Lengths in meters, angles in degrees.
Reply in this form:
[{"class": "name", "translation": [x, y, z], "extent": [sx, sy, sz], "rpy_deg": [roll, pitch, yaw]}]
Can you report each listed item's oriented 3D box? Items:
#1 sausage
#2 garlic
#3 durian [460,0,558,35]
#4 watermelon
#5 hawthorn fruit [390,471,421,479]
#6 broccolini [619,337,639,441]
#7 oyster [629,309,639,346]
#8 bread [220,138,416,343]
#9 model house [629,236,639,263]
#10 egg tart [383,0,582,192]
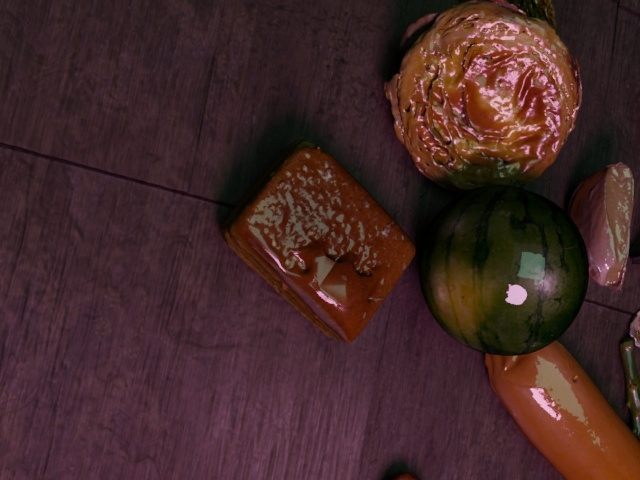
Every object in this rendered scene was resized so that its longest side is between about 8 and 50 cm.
[{"class": "sausage", "translation": [0.372, 0.268, 1.498], "extent": [0.134, 0.116, 0.354], "rpy_deg": [-40, 100, 11]}, {"class": "garlic", "translation": [0.437, -0.022, 1.557], "extent": [0.087, 0.101, 0.195], "rpy_deg": [7, 86, -18]}, {"class": "durian", "translation": [0.295, -0.384, 1.546], "extent": [0.252, 0.144, 0.139], "rpy_deg": [59, 30, -2]}, {"class": "watermelon", "translation": [0.257, 0.041, 1.398], "extent": [0.242, 0.242, 0.242], "rpy_deg": [2, 84, -23]}, {"class": "hawthorn fruit", "translation": [0.121, 0.367, 1.404], "extent": [0.077, 0.077, 0.077], "rpy_deg": [2, 84, -23]}, {"class": "broccolini", "translation": [0.508, 0.266, 1.587], "extent": [0.058, 0.067, 0.216], "rpy_deg": [-5, 87, -62]}, {"class": "oyster", "translation": [0.541, 0.134, 1.628], "extent": [0.093, 0.034, 0.051], "rpy_deg": [-38, 84, -10]}, {"class": "bread", "translation": [0.000, 0.000, 1.363], "extent": [0.234, 0.110, 0.184], "rpy_deg": [43, 70, -14]}, {"class": "model house", "translation": [0.682, 0.046, 1.579], "extent": [0.279, 0.218, 0.205], "rpy_deg": [46, 71, -6]}, {"class": "egg tart", "translation": [0.234, -0.215, 1.452], "extent": [0.297, 0.132, 0.297], "rpy_deg": [3, 115, 6]}]
